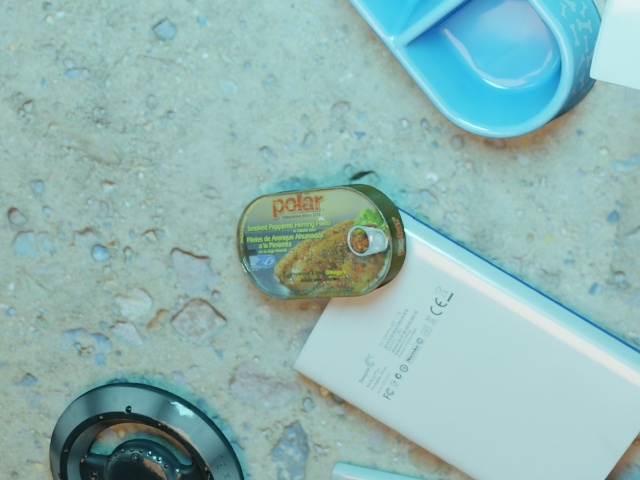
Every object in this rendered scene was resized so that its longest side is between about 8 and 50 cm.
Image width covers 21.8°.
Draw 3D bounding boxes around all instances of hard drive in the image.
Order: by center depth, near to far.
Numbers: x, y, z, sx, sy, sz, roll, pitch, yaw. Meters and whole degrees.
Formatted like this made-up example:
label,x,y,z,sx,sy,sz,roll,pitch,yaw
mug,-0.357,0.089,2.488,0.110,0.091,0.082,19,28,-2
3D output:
label,x,y,z,sx,sy,sz,roll,pitch,yaw
hard drive,0.154,0.127,1.626,0.319,0.040,0.210,31,121,4

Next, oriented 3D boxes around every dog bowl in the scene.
label,x,y,z,sx,sy,sz,roll,pitch,yaw
dog bowl,0.120,-0.215,1.451,0.166,0.074,0.297,-35,100,30

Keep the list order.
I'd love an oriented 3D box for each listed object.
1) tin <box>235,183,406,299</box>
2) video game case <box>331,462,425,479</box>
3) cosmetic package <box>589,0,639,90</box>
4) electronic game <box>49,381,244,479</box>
label,x,y,z,sx,sy,sz,roll,pitch,yaw
tin,0.000,0.000,1.592,0.190,0.040,0.106,-3,103,39
video game case,0.106,0.333,1.757,0.201,0.023,0.183,9,118,15
cosmetic package,0.416,-0.164,1.245,0.377,0.284,0.097,17,119,13
electronic game,-0.190,0.257,1.812,0.229,0.048,0.229,8,116,17
